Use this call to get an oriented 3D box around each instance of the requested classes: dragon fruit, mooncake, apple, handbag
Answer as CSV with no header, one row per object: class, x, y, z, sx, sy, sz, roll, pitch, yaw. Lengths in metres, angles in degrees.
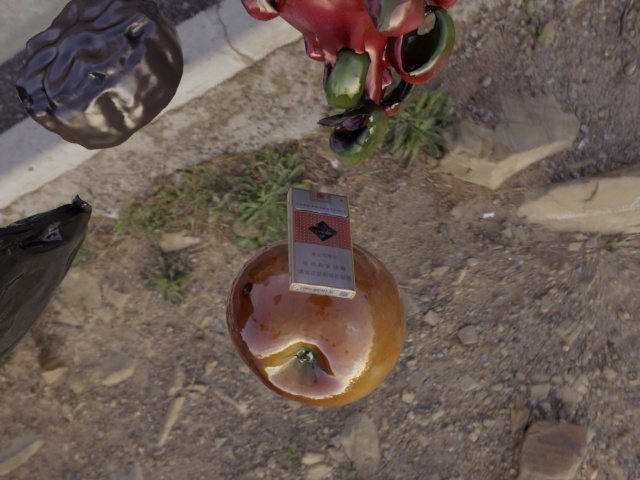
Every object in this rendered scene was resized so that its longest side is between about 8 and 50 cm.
dragon fruit,0.033,-0.216,0.480,0.198,0.218,0.273,-23,109,32
mooncake,-0.369,-0.297,1.110,0.282,0.141,0.283,-11,59,19
apple,-0.006,0.113,0.932,0.253,0.253,0.254,0,89,23
handbag,-0.436,0.077,0.915,0.075,0.191,0.332,42,119,7

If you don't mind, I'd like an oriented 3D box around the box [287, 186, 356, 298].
box,0.000,0.000,0.467,0.046,0.012,0.083,8,53,-14
